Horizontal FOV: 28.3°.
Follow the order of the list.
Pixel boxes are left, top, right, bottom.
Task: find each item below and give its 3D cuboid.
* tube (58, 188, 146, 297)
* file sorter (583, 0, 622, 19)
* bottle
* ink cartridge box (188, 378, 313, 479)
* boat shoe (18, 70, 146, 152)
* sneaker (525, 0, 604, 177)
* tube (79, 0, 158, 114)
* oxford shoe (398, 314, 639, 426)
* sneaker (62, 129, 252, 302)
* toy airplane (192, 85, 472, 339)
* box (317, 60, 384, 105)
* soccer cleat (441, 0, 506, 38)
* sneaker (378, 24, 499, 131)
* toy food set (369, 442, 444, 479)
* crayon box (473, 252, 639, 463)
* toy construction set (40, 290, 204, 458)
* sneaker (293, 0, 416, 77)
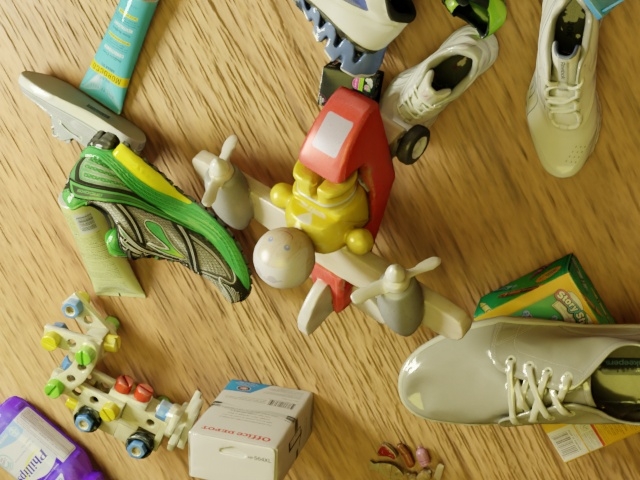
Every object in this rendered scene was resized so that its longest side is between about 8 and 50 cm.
[{"bbox_3d":[-0.361,0.010,2.065,0.070,0.062,0.240,41,156,42],"label":"tube"},{"bbox_3d":[0.400,-0.391,1.626,0.118,0.170,0.104,51,158,-5],"label":"file sorter"},{"bbox_3d":[-0.475,0.404,2.254,0.283,0.092,0.118,41,115,-1],"label":"bottle"},{"bbox_3d":[-0.110,0.311,2.044,0.148,0.203,0.085,8,112,15],"label":"ink cartridge box"},{"bbox_3d":[-0.389,-0.186,2.014,0.227,0.079,0.081,31,111,1],"label":"boat shoe"},{"bbox_3d":[0.333,-0.224,1.747,0.111,0.129,0.297,3,112,15],"label":"sneaker"},{"bbox_3d":[-0.310,-0.299,1.969,0.080,0.052,0.207,36,123,12],"label":"tube"},{"bbox_3d":[0.322,0.200,1.819,0.449,0.130,0.169,-4,110,20],"label":"oxford shoe"},{"bbox_3d":[-0.250,-0.011,1.965,0.343,0.134,0.146,39,80,-13],"label":"sneaker"},{"bbox_3d":[0.000,0.000,1.827,0.386,0.272,0.384,-16,105,47],"label":"toy airplane"},{"bbox_3d":[0.045,-0.226,1.878,0.083,0.052,0.062,15,112,12],"label":"box"},{"bbox_3d":[0.185,-0.356,1.765,0.179,0.072,0.060,41,138,-4],"label":"soccer cleat"},{"bbox_3d":[0.150,-0.215,1.813,0.090,0.115,0.232,43,116,-2],"label":"sneaker"},{"bbox_3d":[0.144,0.366,2.089,0.122,0.019,0.078,21,114,17],"label":"toy food set"},{"bbox_3d":[0.375,0.179,1.910,0.165,0.081,0.278,-29,99,24],"label":"crayon box"},{"bbox_3d":[-0.325,0.248,2.128,0.328,0.151,0.215,33,119,15],"label":"toy construction set"},{"bbox_3d":[0.024,-0.395,1.767,0.315,0.127,0.182,45,129,-10],"label":"sneaker"}]
